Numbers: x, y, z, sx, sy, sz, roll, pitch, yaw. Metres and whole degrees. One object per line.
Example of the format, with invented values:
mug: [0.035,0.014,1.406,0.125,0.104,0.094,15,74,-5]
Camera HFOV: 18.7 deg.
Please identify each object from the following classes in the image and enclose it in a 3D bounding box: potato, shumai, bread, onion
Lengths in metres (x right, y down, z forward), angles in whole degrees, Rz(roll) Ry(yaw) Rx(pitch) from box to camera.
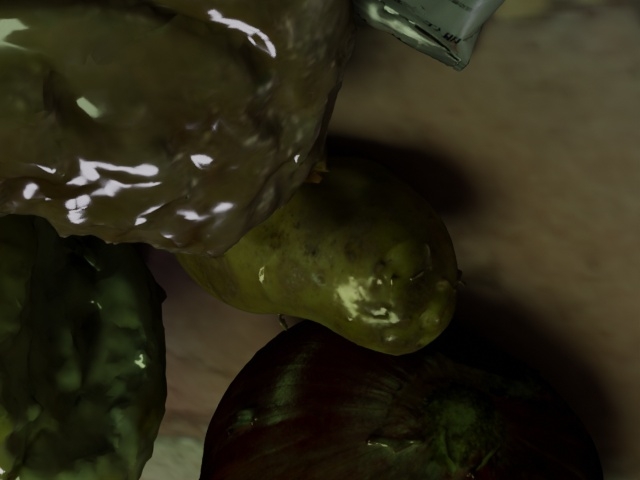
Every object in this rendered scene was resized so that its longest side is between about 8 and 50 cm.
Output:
potato: [0.000,0.000,0.508,0.092,0.046,0.045,15,144,40]
shumai: [-0.104,-0.033,0.425,0.206,0.175,0.166,13,142,20]
bread: [-0.164,0.036,0.590,0.257,0.124,0.186,-6,140,43]
onion: [0.020,0.079,0.540,0.117,0.118,0.118,17,144,10]

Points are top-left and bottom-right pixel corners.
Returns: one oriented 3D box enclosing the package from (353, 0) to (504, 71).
package: [0.038,-0.072,0.416,0.037,0.015,0.110,29,147,-9]
